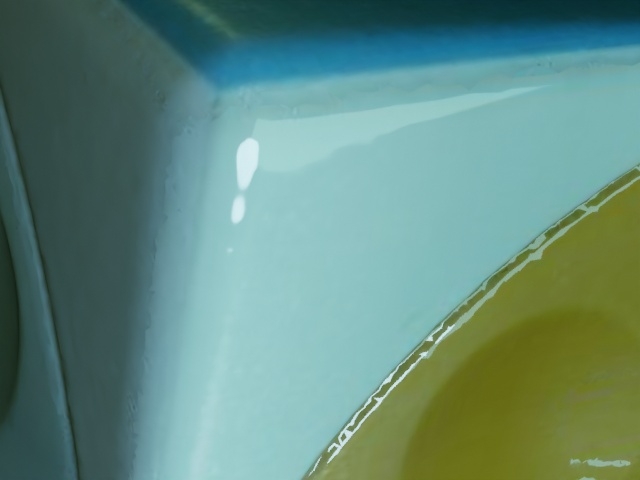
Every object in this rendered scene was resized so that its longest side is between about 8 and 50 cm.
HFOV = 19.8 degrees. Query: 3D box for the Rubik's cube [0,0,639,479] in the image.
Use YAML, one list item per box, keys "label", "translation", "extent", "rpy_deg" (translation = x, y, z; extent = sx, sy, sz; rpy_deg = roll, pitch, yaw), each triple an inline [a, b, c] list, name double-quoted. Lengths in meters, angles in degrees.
- label: "Rubik's cube"
  translation: [0.000, 0.000, 0.855]
  extent: [0.347, 0.351, 0.352]
  rpy_deg: [-8, 124, -30]
